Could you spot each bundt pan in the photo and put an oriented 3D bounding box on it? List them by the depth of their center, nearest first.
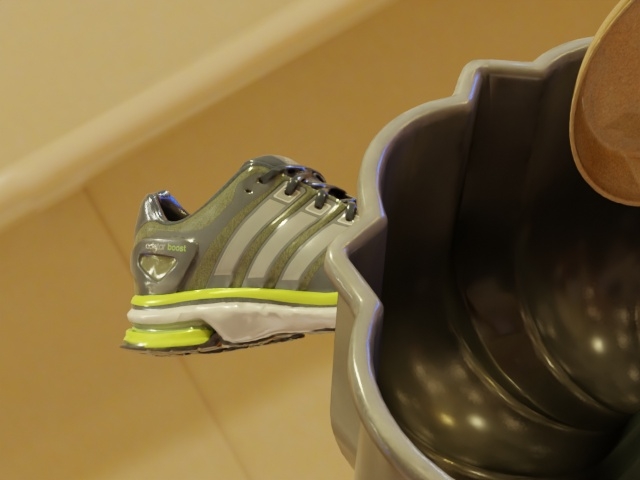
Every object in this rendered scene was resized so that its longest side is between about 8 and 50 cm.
[{"bbox_3d":[0.151,0.075,0.614,0.331,0.331,0.124,-33,-29,-40],"label":"bundt pan"}]

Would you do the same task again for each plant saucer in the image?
[{"bbox_3d":[0.100,-0.047,0.474,0.083,0.083,0.015,-30,46,-8],"label":"plant saucer"}]

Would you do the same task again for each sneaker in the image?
[{"bbox_3d":[0.000,0.000,1.124,0.300,0.121,0.111,-10,-5,19],"label":"sneaker"}]
